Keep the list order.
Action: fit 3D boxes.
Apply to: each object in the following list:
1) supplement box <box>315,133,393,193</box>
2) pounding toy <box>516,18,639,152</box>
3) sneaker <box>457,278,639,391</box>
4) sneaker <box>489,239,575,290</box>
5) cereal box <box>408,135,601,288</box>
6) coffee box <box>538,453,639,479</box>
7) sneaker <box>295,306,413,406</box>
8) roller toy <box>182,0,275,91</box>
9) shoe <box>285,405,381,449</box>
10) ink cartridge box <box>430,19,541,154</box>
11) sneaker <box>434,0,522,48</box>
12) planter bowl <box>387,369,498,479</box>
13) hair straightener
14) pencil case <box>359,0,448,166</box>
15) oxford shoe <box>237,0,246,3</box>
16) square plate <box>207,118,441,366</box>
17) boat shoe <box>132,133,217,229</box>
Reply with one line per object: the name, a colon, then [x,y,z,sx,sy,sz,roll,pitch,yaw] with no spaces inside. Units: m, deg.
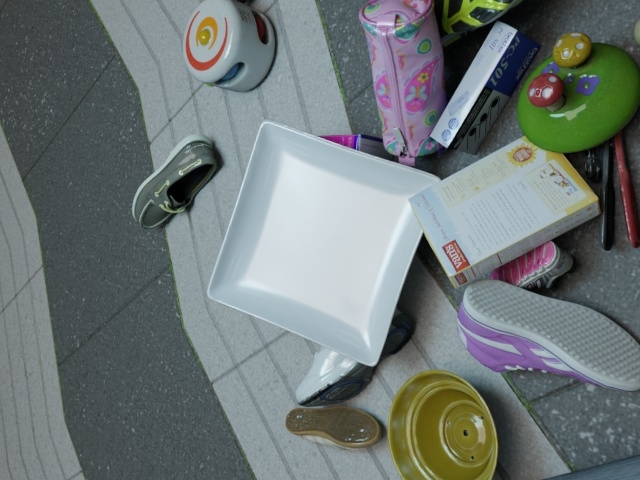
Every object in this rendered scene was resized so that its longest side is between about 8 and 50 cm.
supplement box: [0.019,-0.145,1.280,0.219,0.111,0.114,8,94,41]
pounding toy: [0.380,-0.238,0.939,0.236,0.110,0.183,-16,58,35]
sneaker: [0.346,0.167,1.012,0.282,0.102,0.161,26,145,19]
sneaker: [0.334,0.057,1.034,0.170,0.074,0.063,132,149,-52]
cereal box: [0.274,-0.052,1.007,0.240,0.047,0.173,-28,50,10]
coffee box: [0.348,0.491,0.824,0.338,0.334,0.338,-34,68,37]
sneaker: [0.051,0.210,1.260,0.297,0.111,0.129,-48,50,20]
roller toy: [-0.211,-0.442,1.468,0.191,0.146,0.210,27,105,38]
shoe: [0.031,0.369,1.293,0.218,0.058,0.077,-2,56,37]
ink cartridge box: [0.271,-0.245,1.076,0.046,0.097,0.207,42,115,33]
sneaker: [0.221,-0.395,1.114,0.384,0.147,0.145,3,117,58]
planter bowl: [0.222,0.325,1.094,0.217,0.090,0.217,-10,76,44]
hair straightener: [0.415,-0.097,0.978,0.089,0.047,0.231,-11,81,40]
pencil case: [0.144,-0.263,1.081,0.124,0.124,0.284,32,151,37]
oxford shoe: [-0.159,-0.593,1.488,0.227,0.082,0.096,6,112,41]
square plate: [0.000,0.000,1.166,0.343,0.049,0.348,21,97,14]
boat shoe: [-0.362,-0.125,1.612,0.305,0.109,0.091,-45,56,26]
